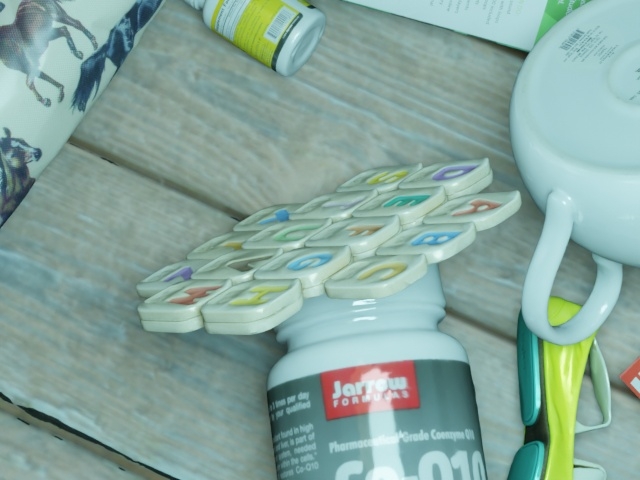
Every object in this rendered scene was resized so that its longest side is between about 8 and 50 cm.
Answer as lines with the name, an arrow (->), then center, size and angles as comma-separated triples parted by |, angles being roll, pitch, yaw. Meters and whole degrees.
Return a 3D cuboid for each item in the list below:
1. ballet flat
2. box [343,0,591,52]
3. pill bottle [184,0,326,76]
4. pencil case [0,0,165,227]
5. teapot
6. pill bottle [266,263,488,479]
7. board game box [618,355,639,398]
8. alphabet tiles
ballet flat -> 0.189, 0.157, 1.355 | 0.077, 0.077, 0.231 | 9, 75, -10
box -> 0.118, -0.287, 1.391 | 0.322, 0.058, 0.232 | 16, 113, 2
pill bottle -> -0.059, -0.195, 1.461 | 0.116, 0.065, 0.065 | 34, 83, 12
pencil case -> -0.260, -0.169, 1.425 | 0.183, 0.160, 0.410 | 31, 82, 24
teapot -> 0.270, -0.062, 1.329 | 0.256, 0.187, 0.252 | -11, 47, 13
pill bottle -> 0.044, 0.160, 1.319 | 0.161, 0.161, 0.283 | -9, 77, 4
board game box -> 0.348, 0.124, 1.320 | 0.193, 0.045, 0.147 | 47, 122, 14
alphabet tiles -> 0.000, 0.000, 1.305 | 0.284, 0.278, 0.021 | -32, 111, -40
